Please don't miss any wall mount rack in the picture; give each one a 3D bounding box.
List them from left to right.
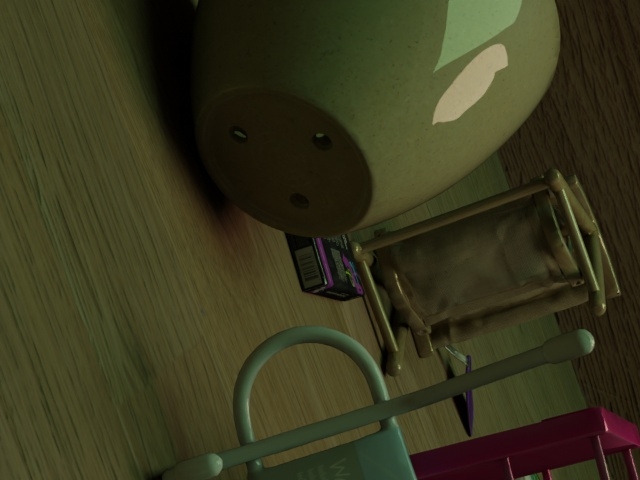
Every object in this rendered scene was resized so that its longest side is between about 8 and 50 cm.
[{"bbox_3d":[0.070,0.210,1.332,0.130,0.304,0.350,38,34,-83],"label":"wall mount rack"}]

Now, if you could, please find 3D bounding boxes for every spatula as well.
[{"bbox_3d":[0.153,0.114,2.471,0.084,0.030,0.296,-78,147,-63],"label":"spatula"}]

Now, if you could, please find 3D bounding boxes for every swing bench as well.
[{"bbox_3d":[0.189,0.033,2.228,0.254,0.253,0.165,-13,84,-78],"label":"swing bench"}]

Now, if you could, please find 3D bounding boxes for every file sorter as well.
[{"bbox_3d":[0.109,0.254,1.487,0.202,0.290,0.182,28,47,-72],"label":"file sorter"}]

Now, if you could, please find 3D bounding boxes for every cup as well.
[{"bbox_3d":[0.015,-0.141,1.719,0.237,0.331,0.331,-58,133,-40],"label":"cup"}]

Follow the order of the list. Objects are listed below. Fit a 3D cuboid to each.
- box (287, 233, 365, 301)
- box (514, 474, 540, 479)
[{"bbox_3d":[0.000,0.000,1.988,0.162,0.029,0.116,19,54,-73],"label":"box"},{"bbox_3d":[0.298,0.439,2.554,0.232,0.058,0.322,-95,162,-46],"label":"box"}]
